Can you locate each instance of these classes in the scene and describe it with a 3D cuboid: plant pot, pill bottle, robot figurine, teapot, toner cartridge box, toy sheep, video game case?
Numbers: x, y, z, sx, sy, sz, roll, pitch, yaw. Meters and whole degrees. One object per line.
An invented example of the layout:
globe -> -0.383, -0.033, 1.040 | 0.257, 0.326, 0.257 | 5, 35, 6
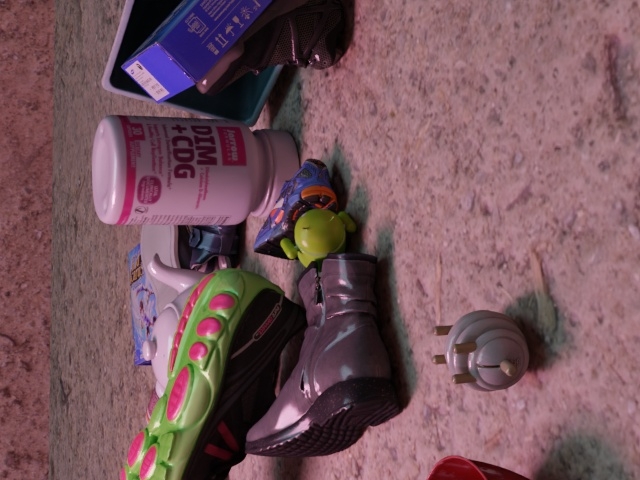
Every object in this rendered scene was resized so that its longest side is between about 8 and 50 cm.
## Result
plant pot -> -0.173, -0.368, 1.844 | 0.248, 0.247, 0.252 | 123, 157, -53
pill bottle -> -0.186, -0.103, 1.794 | 0.160, 0.283, 0.160 | 180, 90, -67
robot figurine -> 0.000, 0.000, 1.606 | 0.115, 0.101, 0.067 | 84, 162, -66
teapot -> -0.192, 0.181, 1.939 | 0.256, 0.187, 0.252 | -133, 47, -57
toner cartridge box -> -0.107, -0.338, 1.596 | 0.348, 0.075, 0.165 | -51, 18, -19
toy sheep -> 0.165, 0.112, 1.210 | 0.132, 0.091, 0.091 | -128, 43, -67
pill bottle -> -0.274, 0.295, 2.262 | 0.152, 0.086, 0.086 | 114, 147, -45
video game case -> -0.324, 0.116, 2.417 | 0.269, 0.061, 0.244 | 150, 118, -64

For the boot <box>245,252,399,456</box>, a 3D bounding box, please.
boot -> -0.002, 0.159, 1.610 | 0.338, 0.118, 0.222 | -36, 53, 50

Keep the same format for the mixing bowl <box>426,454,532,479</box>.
mixing bowl -> 0.178, 0.296, 1.166 | 0.181, 0.098, 0.181 | 179, 90, -68

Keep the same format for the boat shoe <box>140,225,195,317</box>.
boat shoe -> -0.259, 0.053, 2.218 | 0.114, 0.091, 0.302 | -40, 49, 37

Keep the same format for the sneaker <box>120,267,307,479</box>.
sneaker -> -0.150, 0.283, 1.760 | 0.482, 0.202, 0.185 | -67, 28, 11

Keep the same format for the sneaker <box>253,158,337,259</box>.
sneaker -> -0.032, -0.039, 1.717 | 0.221, 0.083, 0.087 | 134, 145, -52

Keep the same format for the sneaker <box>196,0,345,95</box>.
sneaker -> -0.055, -0.251, 1.622 | 0.130, 0.227, 0.087 | 49, 176, -16

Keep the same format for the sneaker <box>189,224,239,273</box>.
sneaker -> -0.202, -0.029, 2.088 | 0.226, 0.086, 0.163 | -157, 71, -64
